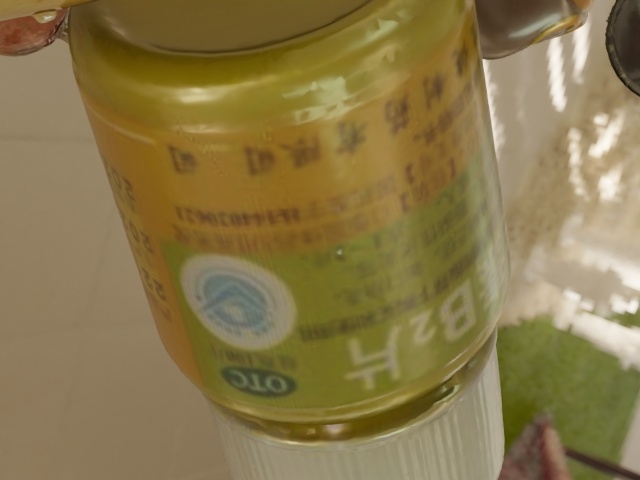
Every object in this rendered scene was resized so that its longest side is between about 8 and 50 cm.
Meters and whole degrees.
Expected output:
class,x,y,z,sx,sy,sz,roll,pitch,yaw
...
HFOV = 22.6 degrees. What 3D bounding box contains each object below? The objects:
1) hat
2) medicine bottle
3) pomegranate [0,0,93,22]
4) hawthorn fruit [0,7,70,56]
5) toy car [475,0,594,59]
class,x,y,z,sx,sy,sz,roll,pitch,yaw
hat,0.231,-0.119,0.990,0.121,0.121,0.050,-56,173,-18
medicine bottle,0.000,0.000,0.966,0.224,0.224,0.384,-43,138,-34
pomegranate,-0.195,-0.271,0.685,0.417,0.417,0.416,-33,134,-42
hawthorn fruit,-0.250,-0.217,1.299,0.149,0.189,0.149,-35,158,-16
toy car,0.080,-0.265,1.347,0.341,0.271,0.240,-18,115,-7
